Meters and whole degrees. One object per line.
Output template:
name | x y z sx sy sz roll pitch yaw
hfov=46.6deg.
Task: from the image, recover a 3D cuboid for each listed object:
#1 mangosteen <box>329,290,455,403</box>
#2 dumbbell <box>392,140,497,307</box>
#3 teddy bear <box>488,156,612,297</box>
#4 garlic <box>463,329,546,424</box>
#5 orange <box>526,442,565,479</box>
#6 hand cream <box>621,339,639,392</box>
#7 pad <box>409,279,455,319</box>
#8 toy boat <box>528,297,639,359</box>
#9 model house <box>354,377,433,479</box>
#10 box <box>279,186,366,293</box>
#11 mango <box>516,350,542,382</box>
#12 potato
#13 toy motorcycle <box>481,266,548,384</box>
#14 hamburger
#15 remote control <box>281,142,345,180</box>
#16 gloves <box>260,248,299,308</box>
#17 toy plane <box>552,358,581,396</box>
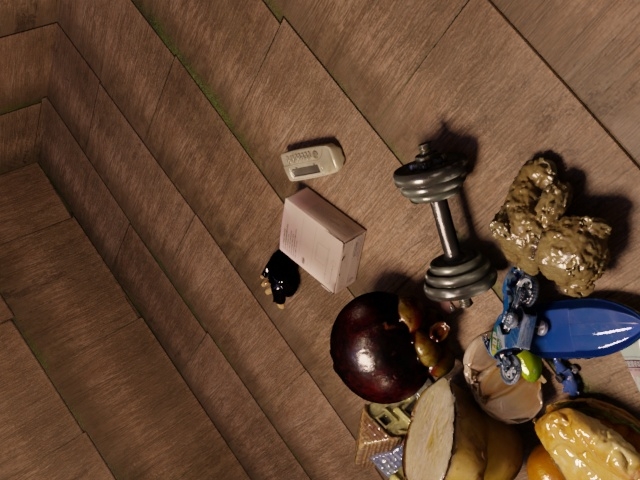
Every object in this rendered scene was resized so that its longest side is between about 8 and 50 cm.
mangosteen | 0.194 0.273 1.960 0.346 0.307 0.307 -18 100 25
dumbbell | 0.290 -0.032 1.721 0.179 0.179 0.406 2 114 51
teddy bear | 0.477 -0.008 1.528 0.256 0.156 0.267 31 133 33
garlic | 0.431 0.337 1.815 0.143 0.178 0.229 121 128 -74
orange | 0.575 0.560 1.796 0.154 0.154 0.134 25 137 39
hand cream | 0.710 0.327 1.559 0.331 0.058 0.085 66 165 1
pad | 0.287 0.181 2.017 0.113 0.006 0.188 52 145 11
toy boat | 0.570 0.187 1.583 0.295 0.088 0.129 -17 79 59
model house | 0.249 0.559 2.104 0.321 0.266 0.261 40 144 27
box | 0.000 0.000 2.163 0.251 0.106 0.203 37 139 29
mango | 0.485 0.279 1.740 0.056 0.073 0.108 -35 53 46
potato | 0.387 0.510 1.826 0.296 0.290 0.397 18 174 -8
toy motorcycle | 0.427 0.188 1.660 0.135 0.092 0.255 -162 85 -70
hamburger | 0.653 0.478 1.634 0.330 0.162 0.209 56 142 12
remote control | -0.022 -0.222 2.085 0.230 0.049 0.090 -3 114 51
gloves | -0.132 0.132 2.415 0.203 0.124 0.164 92 171 -71
toy plane | 0.554 0.291 1.730 0.167 0.054 0.062 61 170 -1
